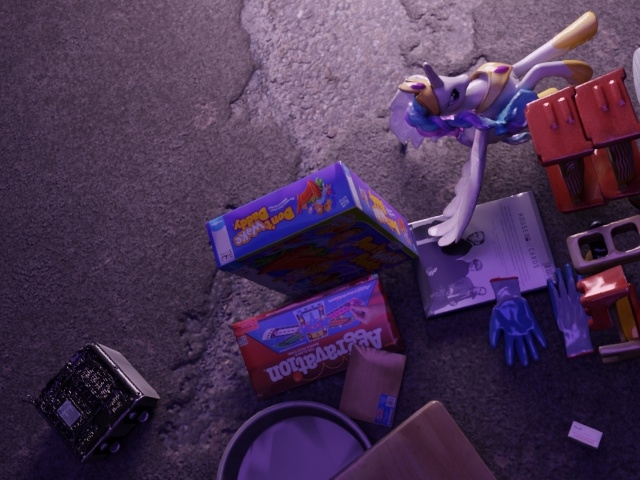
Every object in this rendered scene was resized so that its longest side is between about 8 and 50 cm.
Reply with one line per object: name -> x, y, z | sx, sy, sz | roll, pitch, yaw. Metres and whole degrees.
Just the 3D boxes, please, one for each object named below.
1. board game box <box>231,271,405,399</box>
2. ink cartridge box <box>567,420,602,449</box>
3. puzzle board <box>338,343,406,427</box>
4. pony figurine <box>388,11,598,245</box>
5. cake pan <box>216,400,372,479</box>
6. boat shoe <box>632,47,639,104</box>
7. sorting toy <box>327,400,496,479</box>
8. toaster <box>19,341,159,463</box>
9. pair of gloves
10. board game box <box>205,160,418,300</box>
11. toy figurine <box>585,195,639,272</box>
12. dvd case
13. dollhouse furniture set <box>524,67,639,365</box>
board game box -> -0.005, 0.171, 1.547 | 0.281, 0.027, 0.145 | -21, 86, 8
ink cartridge box -> 0.420, 0.311, 1.380 | 0.048, 0.083, 0.028 | 20, 80, 19
puzzle board -> 0.090, 0.251, 1.509 | 0.096, 0.011, 0.128 | 12, 91, 10
pony figurine -> 0.271, -0.206, 1.461 | 0.363, 0.351, 0.303 | -17, 62, -16
cake pan -> -0.033, 0.423, 1.483 | 0.293, 0.054, 0.293 | -4, 73, 14
boat shoe -> 0.610, -0.233, 1.505 | 0.076, 0.083, 0.226 | -14, 82, -2
sorting toy -> 0.151, 0.429, 1.378 | 0.255, 0.089, 0.257 | -35, 89, -10
toaster -> -0.415, 0.293, 1.593 | 0.186, 0.110, 0.168 | 41, 87, 21
pair of gloves -> 0.379, 0.126, 1.461 | 0.198, 0.023, 0.159 | -10, 86, 11
board game box -> 0.000, 0.000, 1.429 | 0.233, 0.347, 0.078 | -24, 70, 15
toy figurine -> 0.554, -0.007, 1.415 | 0.209, 0.148, 0.213 | 28, 84, 27
dvd case -> 0.281, 0.026, 1.532 | 0.239, 0.029, 0.179 | -15, 70, 10
dollhouse furniture set -> 0.430, -0.029, 1.270 | 0.152, 0.201, 0.374 | -17, 64, 17
